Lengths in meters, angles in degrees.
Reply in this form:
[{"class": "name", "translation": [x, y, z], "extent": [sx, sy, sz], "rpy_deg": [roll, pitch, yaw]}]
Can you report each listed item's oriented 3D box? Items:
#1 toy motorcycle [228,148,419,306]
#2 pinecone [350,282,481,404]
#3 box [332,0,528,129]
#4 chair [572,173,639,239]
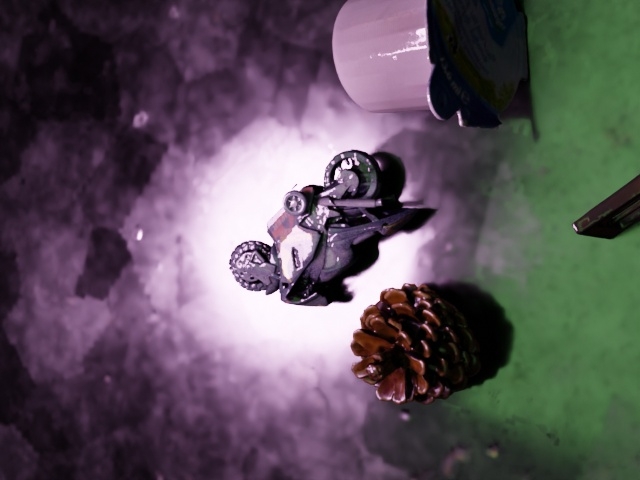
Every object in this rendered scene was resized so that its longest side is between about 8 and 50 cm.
[{"class": "toy motorcycle", "translation": [0.000, 0.000, 1.901], "extent": [0.307, 0.108, 0.173], "rpy_deg": [-41, 83, 19]}, {"class": "pinecone", "translation": [0.132, 0.152, 1.777], "extent": [0.186, 0.212, 0.168], "rpy_deg": [22, 100, 34]}, {"class": "box", "translation": [0.140, -0.263, 1.749], "extent": [0.206, 0.262, 0.291], "rpy_deg": [-5, 46, 41]}, {"class": "chair", "translation": [0.575, -0.052, 1.571], "extent": [0.416, 0.203, 0.240], "rpy_deg": [-42, 71, 21]}]
